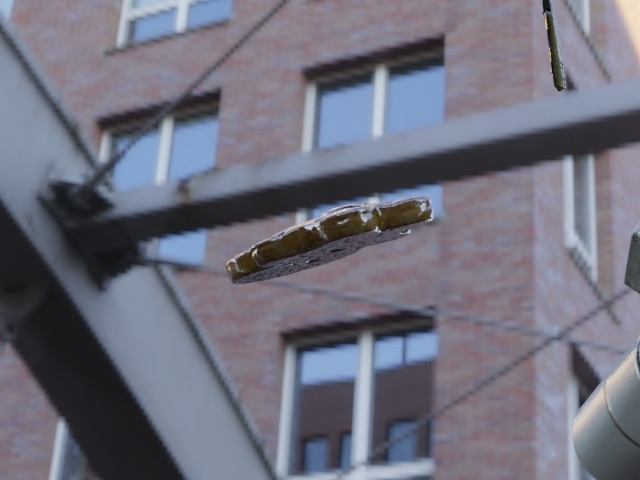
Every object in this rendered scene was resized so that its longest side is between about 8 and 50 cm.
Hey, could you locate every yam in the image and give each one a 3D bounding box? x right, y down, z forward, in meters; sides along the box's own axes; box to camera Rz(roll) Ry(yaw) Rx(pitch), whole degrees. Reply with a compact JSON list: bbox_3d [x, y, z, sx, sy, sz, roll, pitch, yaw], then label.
[{"bbox_3d":[0.249,-0.213,1.722,0.014,0.107,0.014,-7,-8,-1],"label":"yam"}]

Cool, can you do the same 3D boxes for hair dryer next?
[{"bbox_3d":[0.416,0.123,1.539,0.357,0.107,0.173,-17,-25,-26],"label":"hair dryer"}]

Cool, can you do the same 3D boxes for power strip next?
[{"bbox_3d":[0.368,0.035,1.728,0.075,0.042,0.175,32,-25,21],"label":"power strip"}]

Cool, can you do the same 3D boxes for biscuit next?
[{"bbox_3d":[0.000,0.000,1.541,0.180,0.039,0.236,-12,-8,-38],"label":"biscuit"}]
